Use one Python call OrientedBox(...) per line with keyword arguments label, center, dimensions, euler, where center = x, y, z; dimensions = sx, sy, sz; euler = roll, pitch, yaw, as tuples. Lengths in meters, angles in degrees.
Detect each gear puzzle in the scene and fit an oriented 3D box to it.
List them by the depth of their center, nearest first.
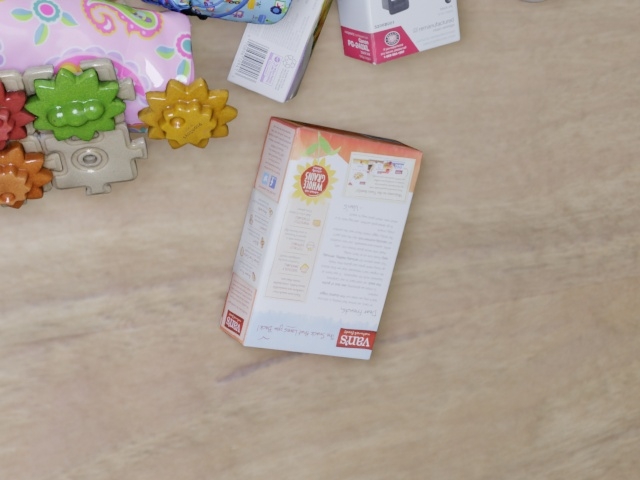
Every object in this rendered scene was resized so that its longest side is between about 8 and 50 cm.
OrientedBox(label="gear puzzle", center=(-0.240, -0.082, 1.519), dimensions=(0.339, 0.044, 0.175), euler=(-7, 142, -2))

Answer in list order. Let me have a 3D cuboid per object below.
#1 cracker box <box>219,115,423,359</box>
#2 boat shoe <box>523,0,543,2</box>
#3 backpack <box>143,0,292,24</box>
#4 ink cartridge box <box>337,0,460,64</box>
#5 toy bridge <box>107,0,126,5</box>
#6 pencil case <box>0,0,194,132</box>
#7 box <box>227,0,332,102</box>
OrientedBox(label="cracker box", center=(0.000, 0.000, 1.787), dimensions=(0.156, 0.067, 0.232), euler=(9, 100, -32))
OrientedBox(label="boat shoe", center=(0.317, -0.397, 1.820), dimensions=(0.158, 0.127, 0.340), euler=(4, 121, -54))
OrientedBox(label="backpack", center=(-0.089, -0.274, 1.584), dimensions=(0.117, 0.173, 0.158), euler=(-2, 107, -30))
OrientedBox(label="ink cartridge box", center=(0.075, -0.267, 1.748), dimensions=(0.109, 0.063, 0.150), euler=(-19, 114, -24))
OrientedBox(label="toy bridge", center=(-0.245, -0.149, 1.620), dimensions=(0.188, 0.026, 0.063), euler=(-41, 122, -13))
OrientedBox(label="pencil case", center=(-0.249, -0.174, 1.534), dimensions=(0.284, 0.124, 0.124), euler=(10, 100, -23))
OrientedBox(label="box", center=(-0.001, -0.291, 1.655), dimensions=(0.067, 0.063, 0.324), euler=(23, 105, 5))
